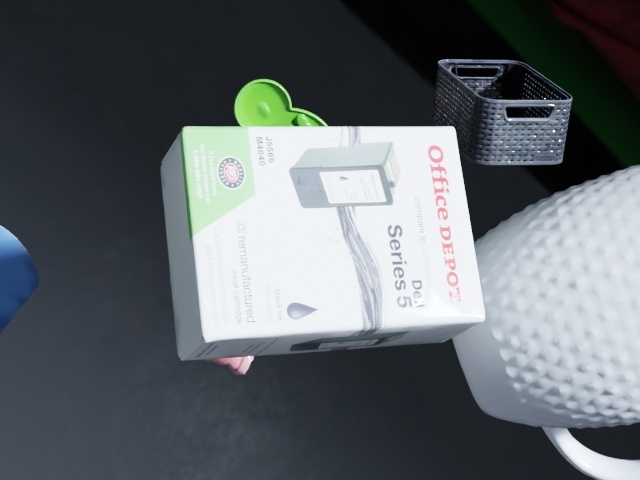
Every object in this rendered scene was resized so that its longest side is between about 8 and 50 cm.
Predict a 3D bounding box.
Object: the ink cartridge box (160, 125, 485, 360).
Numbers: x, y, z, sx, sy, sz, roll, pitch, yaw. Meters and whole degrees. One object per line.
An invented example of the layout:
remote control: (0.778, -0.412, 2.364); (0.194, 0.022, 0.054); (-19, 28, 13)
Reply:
ink cartridge box: (0.000, 0.000, 1.156); (0.115, 0.273, 0.198); (139, -54, -67)

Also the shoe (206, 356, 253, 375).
shoe: (-0.116, 0.097, 1.486); (0.081, 0.063, 0.178); (29, 23, -14)

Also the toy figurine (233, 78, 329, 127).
toy figurine: (-0.060, -0.145, 1.602); (0.173, 0.130, 0.159); (62, 3, -20)

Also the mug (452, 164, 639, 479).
mug: (0.334, 0.113, 1.375); (0.276, 0.328, 0.374); (-72, 143, -66)

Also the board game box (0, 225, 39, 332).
board game box: (-0.400, 0.042, 1.399); (0.133, 0.168, 0.033); (38, 18, -9)

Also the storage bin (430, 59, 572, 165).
storage bin: (0.221, -0.161, 1.524); (0.180, 0.122, 0.084); (-120, -148, -62)
